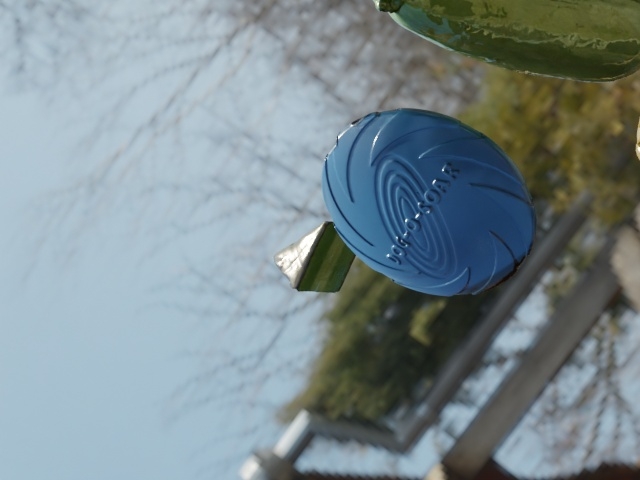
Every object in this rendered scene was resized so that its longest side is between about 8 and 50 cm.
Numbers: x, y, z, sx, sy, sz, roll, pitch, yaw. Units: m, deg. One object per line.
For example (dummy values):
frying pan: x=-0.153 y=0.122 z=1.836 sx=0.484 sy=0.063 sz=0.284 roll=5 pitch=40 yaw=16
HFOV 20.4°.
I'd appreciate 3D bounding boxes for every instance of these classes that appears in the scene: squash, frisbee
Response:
squash: x=0.189 y=-0.224 z=1.756 sx=0.371 sy=0.118 sz=0.118 roll=3 pitch=-148 yaw=-35
frisbee: x=0.108 y=-0.031 z=1.877 sx=0.242 sy=0.242 sz=0.045 roll=34 pitch=-134 yaw=-2

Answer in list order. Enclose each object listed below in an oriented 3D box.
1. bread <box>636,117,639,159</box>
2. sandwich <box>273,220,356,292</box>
bread: x=0.393 y=-0.090 z=1.476 sx=0.246 sy=0.174 sz=0.121 roll=26 pitch=155 yaw=6
sandwich: x=0.000 y=0.000 z=2.265 sx=0.074 sy=0.116 sz=0.074 roll=3 pitch=-144 yaw=-33
